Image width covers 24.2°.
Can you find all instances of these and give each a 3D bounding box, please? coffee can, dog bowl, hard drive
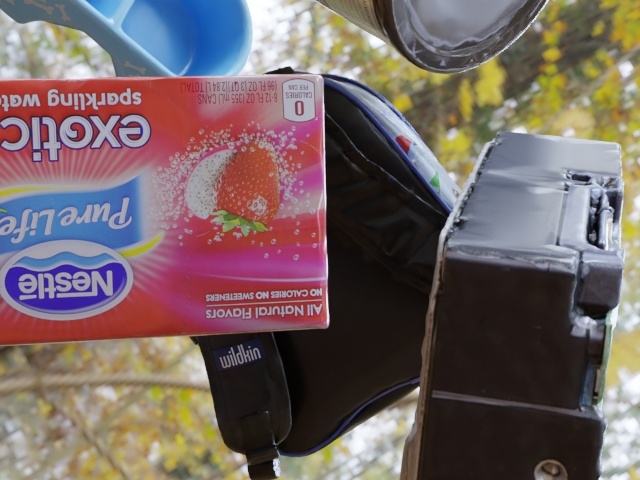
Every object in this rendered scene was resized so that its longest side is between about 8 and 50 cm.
[{"bbox_3d":[0.037,-0.279,1.174,0.275,0.201,0.202,37,-36,37],"label":"coffee can"},{"bbox_3d":[-0.184,-0.238,1.392,0.297,0.166,0.074,39,-29,-28],"label":"dog bowl"},{"bbox_3d":[0.066,0.141,0.575,0.064,0.237,0.339,8,-75,9],"label":"hard drive"}]

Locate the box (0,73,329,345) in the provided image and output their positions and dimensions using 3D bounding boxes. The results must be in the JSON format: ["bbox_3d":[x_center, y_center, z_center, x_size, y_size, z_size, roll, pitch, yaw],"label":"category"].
[{"bbox_3d":[-0.130,-0.014,0.747,0.122,0.256,0.128,-176,-96,-77],"label":"box"}]

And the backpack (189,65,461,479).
[{"bbox_3d":[0.000,0.000,1.171,0.263,0.276,0.213,55,9,-3],"label":"backpack"}]
